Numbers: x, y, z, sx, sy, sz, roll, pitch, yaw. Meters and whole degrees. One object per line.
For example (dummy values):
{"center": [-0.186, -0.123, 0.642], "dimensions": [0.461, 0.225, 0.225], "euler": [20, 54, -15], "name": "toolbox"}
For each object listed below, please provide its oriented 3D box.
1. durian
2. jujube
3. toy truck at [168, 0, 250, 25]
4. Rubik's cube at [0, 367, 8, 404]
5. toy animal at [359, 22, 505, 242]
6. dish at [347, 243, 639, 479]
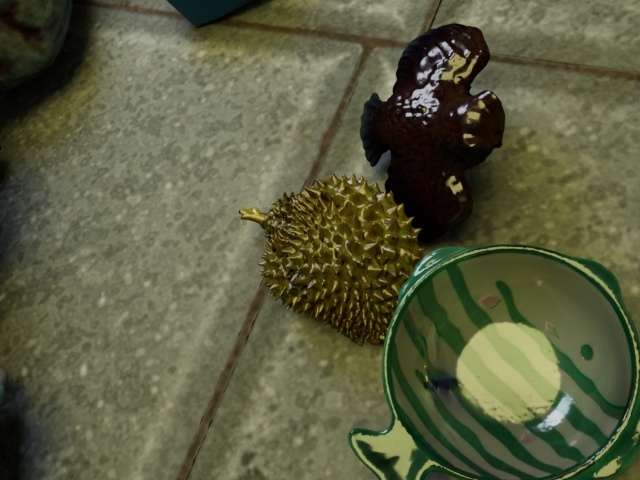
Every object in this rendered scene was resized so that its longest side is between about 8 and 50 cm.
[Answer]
{"center": [0.000, 0.000, 0.649], "dimensions": [0.208, 0.102, 0.147], "euler": [27, 92, 29], "name": "durian"}
{"center": [-0.446, -0.333, 0.886], "dimensions": [0.215, 0.246, 0.308], "euler": [-37, 42, 47], "name": "jujube"}
{"center": [-0.170, -0.476, 0.902], "dimensions": [0.162, 0.161, 0.385], "euler": [-24, 62, 16], "name": "toy truck"}
{"center": [-0.484, 0.212, 0.590], "dimensions": [0.368, 0.358, 0.387], "euler": [-8, 53, 62], "name": "Rubik's cube"}
{"center": [0.097, -0.100, 0.627], "dimensions": [0.116, 0.179, 0.219], "euler": [10, 93, -1], "name": "toy animal"}
{"center": [0.143, 0.116, 0.565], "dimensions": [0.246, 0.078, 0.224], "euler": [-40, 60, -4], "name": "dish"}
